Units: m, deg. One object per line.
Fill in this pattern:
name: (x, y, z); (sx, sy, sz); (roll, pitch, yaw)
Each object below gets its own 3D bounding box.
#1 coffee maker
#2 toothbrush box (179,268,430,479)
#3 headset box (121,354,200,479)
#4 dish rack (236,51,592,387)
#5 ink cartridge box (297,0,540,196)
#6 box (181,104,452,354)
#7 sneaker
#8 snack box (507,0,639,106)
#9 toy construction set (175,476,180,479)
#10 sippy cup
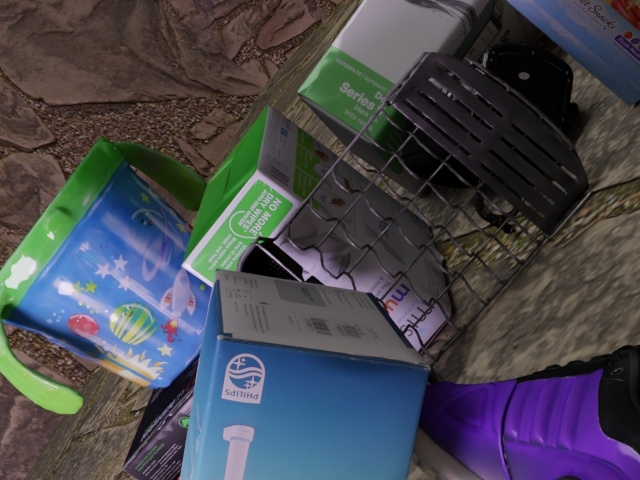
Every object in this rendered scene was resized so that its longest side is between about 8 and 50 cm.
coffee maker: (0.151, -0.099, 1.081); (0.171, 0.120, 0.178); (-57, 13, -11)
toothbrush box: (-0.034, 0.186, 0.713); (0.216, 0.126, 0.296); (-129, 50, -80)
headset box: (-0.079, 0.138, 1.261); (0.246, 0.131, 0.283); (-47, 14, 25)
dish rack: (0.087, -0.012, 0.921); (0.271, 0.208, 0.074); (-50, 3, 10)
ink cartridge box: (0.130, -0.222, 1.265); (0.289, 0.121, 0.211); (-54, -24, 0)
box: (0.000, 0.000, 1.111); (0.127, 0.231, 0.262); (-50, 14, 15)
sneaker: (0.149, 0.115, 0.613); (0.146, 0.102, 0.293); (-48, 16, -4)
snack box: (0.254, -0.250, 0.978); (0.070, 0.174, 0.207); (-39, 20, 46)
toy construction set: (-0.188, 0.342, 1.076); (0.215, 0.151, 0.327); (-33, 7, -35)
sippy cup: (-0.223, 0.042, 1.217); (0.305, 0.224, 0.240); (-54, 12, -7)
